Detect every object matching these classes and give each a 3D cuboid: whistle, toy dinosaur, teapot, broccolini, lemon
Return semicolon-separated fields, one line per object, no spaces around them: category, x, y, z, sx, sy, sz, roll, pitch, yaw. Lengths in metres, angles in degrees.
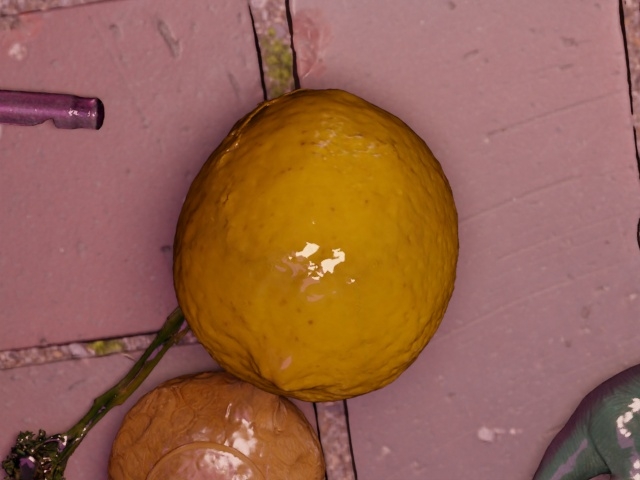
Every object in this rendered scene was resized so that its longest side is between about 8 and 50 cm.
whistle;-0.289;-0.123;1.733;0.176;0.033;0.033;5;103;3
toy dinosaur;0.316;0.115;1.723;0.383;0.129;0.331;-5;91;6
teapot;-0.105;0.240;1.731;0.203;0.167;0.311;24;103;-2
broccolini;-0.213;0.157;1.796;0.254;0.071;0.057;-48;54;5
lemon;0.000;0.000;1.620;0.253;0.310;0.253;5;138;5
